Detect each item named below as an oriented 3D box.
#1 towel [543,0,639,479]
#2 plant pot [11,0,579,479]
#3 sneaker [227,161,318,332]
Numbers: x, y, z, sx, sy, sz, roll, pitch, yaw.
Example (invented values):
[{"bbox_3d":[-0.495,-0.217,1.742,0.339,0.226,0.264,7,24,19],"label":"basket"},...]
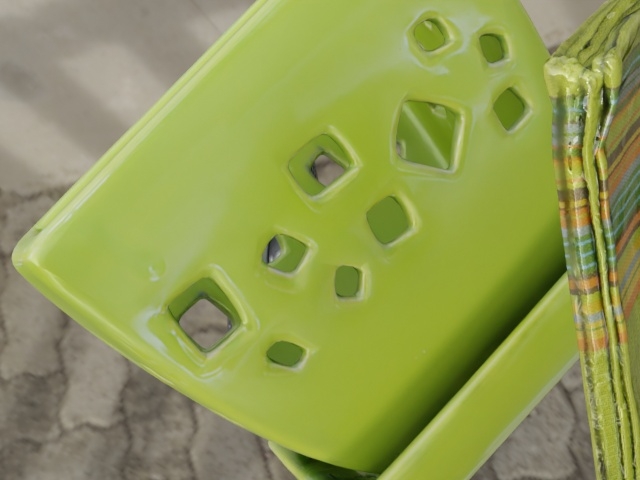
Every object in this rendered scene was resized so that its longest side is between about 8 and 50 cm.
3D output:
[{"bbox_3d":[0.110,0.036,0.444,0.021,0.237,0.102,4,29,31],"label":"towel"},{"bbox_3d":[0.009,-0.004,0.658,0.207,0.228,0.227,44,82,-11],"label":"plant pot"},{"bbox_3d":[0.000,0.000,1.005,0.130,0.227,0.087,-8,17,-22],"label":"sneaker"}]
